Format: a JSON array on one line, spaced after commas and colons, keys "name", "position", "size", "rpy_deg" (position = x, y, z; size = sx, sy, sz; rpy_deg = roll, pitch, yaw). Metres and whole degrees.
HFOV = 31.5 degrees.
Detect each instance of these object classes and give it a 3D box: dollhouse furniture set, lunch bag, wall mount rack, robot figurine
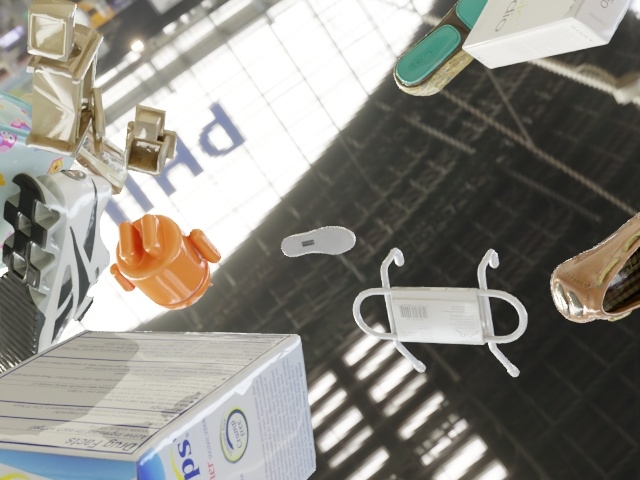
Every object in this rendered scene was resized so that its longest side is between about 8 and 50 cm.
[{"name": "dollhouse furniture set", "position": [-0.225, -0.183, 1.231], "size": [0.101, 0.161, 0.182], "rpy_deg": [-79, -176, -47]}, {"name": "lunch bag", "position": [-0.446, -0.081, 1.464], "size": [0.160, 0.262, 0.223], "rpy_deg": [37, -77, 31]}, {"name": "wall mount rack", "position": [0.254, 0.164, 2.231], "size": [0.350, 0.304, 0.130], "rpy_deg": [0, -153, 26]}, {"name": "robot figurine", "position": [-0.265, 0.038, 1.939], "size": [0.128, 0.219, 0.158], "rpy_deg": [33, -102, 32]}]

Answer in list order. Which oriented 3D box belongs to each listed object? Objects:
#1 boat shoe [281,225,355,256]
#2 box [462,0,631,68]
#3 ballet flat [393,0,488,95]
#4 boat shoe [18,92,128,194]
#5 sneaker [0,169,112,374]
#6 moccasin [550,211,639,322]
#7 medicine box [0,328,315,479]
[{"name": "boat shoe", "position": [0.000, 0.000, 1.969], "size": [0.142, 0.049, 0.040], "rpy_deg": [-6, -173, 27]}, {"name": "box", "position": [0.304, -0.332, 1.373], "size": [0.232, 0.058, 0.322], "rpy_deg": [-61, -164, -5]}, {"name": "ballet flat", "position": [0.302, -0.421, 2.322], "size": [0.348, 0.123, 0.123], "rpy_deg": [-40, -159, 10]}, {"name": "boat shoe", "position": [-0.454, -0.190, 2.083], "size": [0.105, 0.285, 0.089], "rpy_deg": [6, -117, 32]}, {"name": "sneaker", "position": [-0.341, 0.060, 1.478], "size": [0.122, 0.330, 0.146], "rpy_deg": [37, -149, 30]}, {"name": "moccasin", "position": [0.531, 0.011, 1.733], "size": [0.380, 0.139, 0.147], "rpy_deg": [-22, -162, -24]}, {"name": "medicine box", "position": [-0.186, 0.196, 1.051], "size": [0.264, 0.149, 0.289], "rpy_deg": [-1, -165, 27]}]
